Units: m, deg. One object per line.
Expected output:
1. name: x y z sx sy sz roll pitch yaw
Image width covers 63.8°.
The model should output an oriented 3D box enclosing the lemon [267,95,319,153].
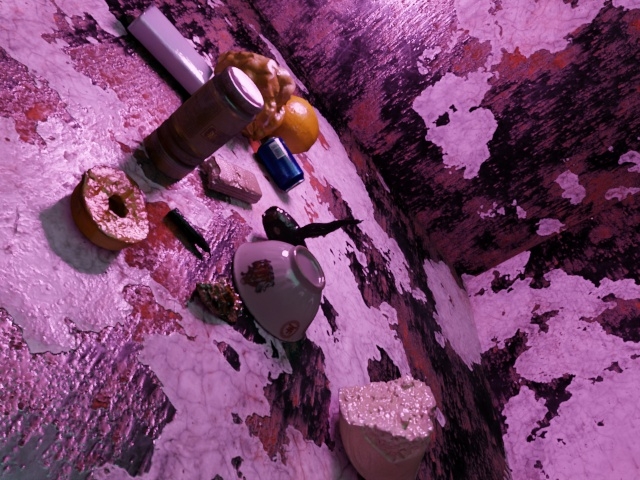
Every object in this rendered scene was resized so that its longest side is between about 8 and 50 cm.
1. lemon: -0.124 -0.484 2.147 0.263 0.236 0.236 82 -14 -67

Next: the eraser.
1. eraser: -0.501 -0.647 1.741 0.290 0.104 0.189 46 19 -27

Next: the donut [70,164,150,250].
1. donut: -0.453 -0.063 1.104 0.174 0.075 0.190 0 64 -66

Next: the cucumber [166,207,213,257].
1. cucumber: -0.335 -0.017 1.340 0.163 0.043 0.039 51 60 -12

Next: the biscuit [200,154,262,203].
1. biscuit: -0.281 -0.192 1.648 0.239 0.062 0.108 17 45 -58

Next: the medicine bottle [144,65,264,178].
1. medicine bottle: -0.315 -0.316 1.394 0.151 0.322 0.151 44 26 -28

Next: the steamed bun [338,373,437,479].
1. steamed bun: 0.165 0.515 1.448 0.272 0.273 0.290 16 16 11

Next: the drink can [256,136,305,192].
1. drink can: -0.151 -0.291 1.981 0.205 0.118 0.118 58 22 -2

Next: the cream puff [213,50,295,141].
1. cream puff: -0.256 -0.514 1.869 0.291 0.257 0.324 15 -4 -10

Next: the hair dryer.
1. hair dryer: 0.000 0.000 1.627 0.303 0.359 0.120 57 42 -24

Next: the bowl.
1. bowl: -0.087 0.115 1.519 0.337 0.158 0.337 46 25 -28

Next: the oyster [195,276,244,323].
1. oyster: -0.250 0.140 1.289 0.177 0.056 0.105 43 33 -42
